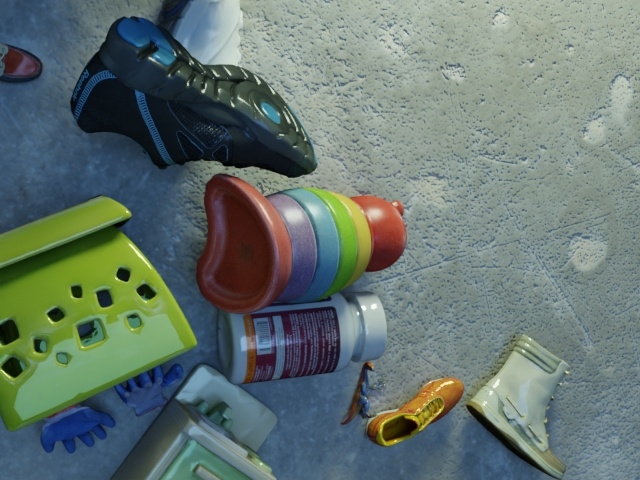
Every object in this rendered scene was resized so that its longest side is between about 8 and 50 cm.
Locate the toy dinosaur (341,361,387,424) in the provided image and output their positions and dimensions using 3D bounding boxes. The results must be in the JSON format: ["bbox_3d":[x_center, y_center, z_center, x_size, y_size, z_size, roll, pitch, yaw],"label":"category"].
[{"bbox_3d":[0.065,0.229,1.177,0.090,0.047,0.082,-15,80,-8],"label":"toy dinosaur"}]

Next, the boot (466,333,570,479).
[{"bbox_3d":[0.359,0.274,1.269,0.213,0.077,0.165,43,77,-14],"label":"boot"}]

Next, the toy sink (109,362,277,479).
[{"bbox_3d":[-0.161,0.309,1.048,0.153,0.131,0.234,41,79,-18],"label":"toy sink"}]

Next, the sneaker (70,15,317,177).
[{"bbox_3d":[-0.147,-0.150,0.973,0.341,0.125,0.140,24,123,-42],"label":"sneaker"}]

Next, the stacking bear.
[{"bbox_3d":[0.000,0.000,1.059,0.289,0.164,0.175,-8,115,-42],"label":"stacking bear"}]

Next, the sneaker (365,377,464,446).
[{"bbox_3d":[0.155,0.270,1.197,0.175,0.067,0.064,-29,101,-18],"label":"sneaker"}]

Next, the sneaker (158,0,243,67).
[{"bbox_3d":[-0.159,-0.256,1.043,0.129,0.111,0.297,24,92,-32],"label":"sneaker"}]

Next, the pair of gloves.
[{"bbox_3d":[-0.268,0.217,1.003,0.198,0.159,0.023,-23,65,-16],"label":"pair of gloves"}]

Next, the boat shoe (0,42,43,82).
[{"bbox_3d":[-0.417,-0.230,0.967,0.137,0.043,0.049,13,87,-22],"label":"boat shoe"}]

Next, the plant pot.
[{"bbox_3d":[-0.301,0.074,0.939,0.227,0.228,0.207,-23,95,-17],"label":"plant pot"}]

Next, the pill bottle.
[{"bbox_3d":[-0.027,0.131,1.092,0.221,0.121,0.121,-3,95,-20],"label":"pill bottle"}]
